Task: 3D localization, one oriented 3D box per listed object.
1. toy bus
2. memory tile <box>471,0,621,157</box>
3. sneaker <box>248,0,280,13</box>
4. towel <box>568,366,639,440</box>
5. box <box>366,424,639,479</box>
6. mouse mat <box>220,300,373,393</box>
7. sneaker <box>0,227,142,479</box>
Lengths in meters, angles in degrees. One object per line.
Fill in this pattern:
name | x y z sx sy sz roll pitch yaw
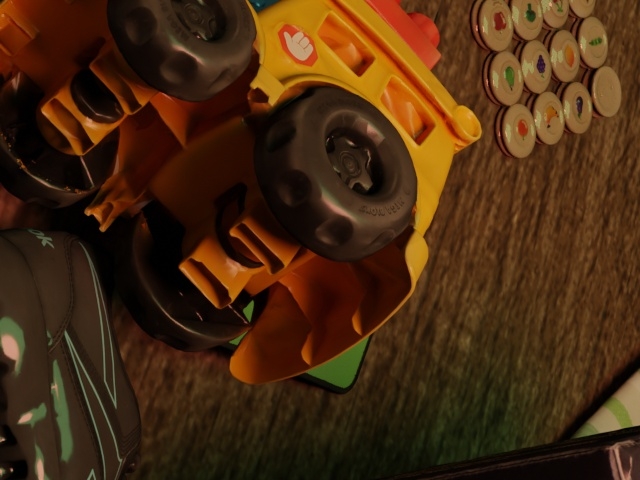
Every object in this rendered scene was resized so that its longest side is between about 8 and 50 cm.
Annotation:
toy bus | -0.031 -0.078 0.907 0.220 0.149 0.211 45 46 -12
memory tile | 0.157 -0.123 1.295 0.148 0.012 0.113 -25 107 -47
sneaker | -0.042 -0.108 1.018 0.082 0.069 0.209 56 51 -44
towel | 0.288 0.182 1.410 0.325 0.038 0.248 -38 114 -41
box | 0.113 0.194 0.959 0.312 0.343 0.179 -5 81 -48
mouse mat | 0.000 0.000 1.059 0.190 0.007 0.152 29 78 -60
sneaker | -0.124 0.122 0.894 0.106 0.101 0.267 -6 93 -51
